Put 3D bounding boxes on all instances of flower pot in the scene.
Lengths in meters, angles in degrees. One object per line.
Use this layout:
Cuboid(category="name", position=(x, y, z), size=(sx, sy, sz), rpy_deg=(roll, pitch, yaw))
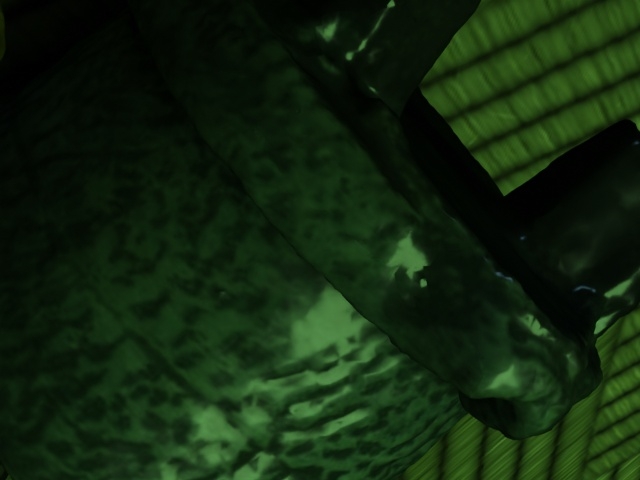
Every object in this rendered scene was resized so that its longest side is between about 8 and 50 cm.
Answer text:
Cuboid(category="flower pot", position=(0.000, 0.000, 0.769), size=(0.283, 0.299, 0.299), rpy_deg=(-40, 148, 9))

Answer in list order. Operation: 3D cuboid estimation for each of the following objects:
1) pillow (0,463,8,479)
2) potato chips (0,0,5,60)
Cuboid(category="pillow", position=(-0.249, 0.132, 0.907), size=(0.212, 0.052, 0.208), rpy_deg=(10, 120, -53))
Cuboid(category="potato chips", position=(-0.264, 0.024, 0.754), size=(0.407, 0.057, 0.080), rpy_deg=(-45, 134, 9))
